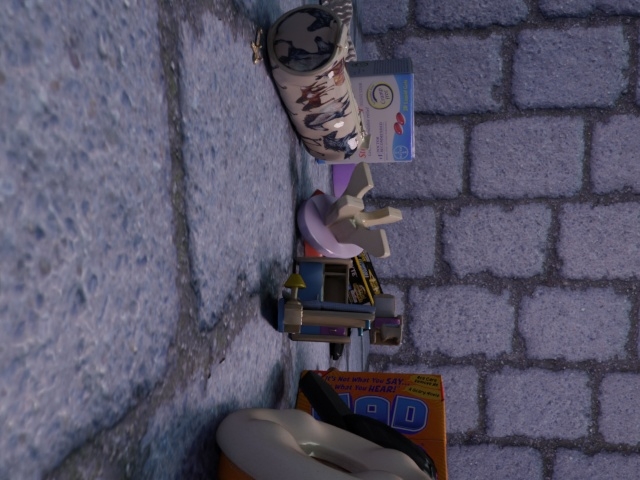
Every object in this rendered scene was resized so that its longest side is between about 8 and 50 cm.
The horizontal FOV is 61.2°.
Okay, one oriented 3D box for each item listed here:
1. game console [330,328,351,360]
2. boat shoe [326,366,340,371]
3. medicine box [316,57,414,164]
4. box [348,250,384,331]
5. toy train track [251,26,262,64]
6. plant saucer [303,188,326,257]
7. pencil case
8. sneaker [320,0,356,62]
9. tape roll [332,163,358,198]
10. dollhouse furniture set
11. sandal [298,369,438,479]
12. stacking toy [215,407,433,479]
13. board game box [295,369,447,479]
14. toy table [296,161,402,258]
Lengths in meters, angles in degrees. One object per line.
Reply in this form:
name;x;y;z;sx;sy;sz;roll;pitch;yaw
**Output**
game console;0.078;0.300;2.016;0.361;0.043;0.213;-67;153;-68
boat shoe;0.063;0.512;1.709;0.342;0.123;0.123;69;22;-47
medicine box;0.125;-0.372;1.579;0.149;0.288;0.264;-80;166;-56
box;0.127;0.135;1.660;0.322;0.079;0.257;14;54;-77
toy train track;-0.113;-0.362;1.003;0.048;0.014;0.084;69;22;-64
plant saucer;0.000;0.000;1.557;0.259;0.047;0.259;-61;149;-72
pencil case;0.007;-0.332;1.213;0.410;0.183;0.160;61;31;-69
sneaker;0.043;-0.701;1.780;0.115;0.105;0.282;-131;-152;-56
tape roll;0.109;-0.266;2.073;0.275;0.090;0.275;0;90;-81
dollhouse furniture set;0.057;0.108;1.176;0.303;0.286;0.198;97;-4;-73
sandal;0.112;0.386;1.030;0.445;0.107;0.167;42;-4;42
stacking toy;-0.052;0.510;0.758;0.350;0.350;0.481;50;60;-75
board game box;0.126;0.579;1.351;0.357;0.355;0.357;-80;166;-47
toy table;0.084;-0.058;1.401;0.274;0.160;0.253;-9;79;-55
